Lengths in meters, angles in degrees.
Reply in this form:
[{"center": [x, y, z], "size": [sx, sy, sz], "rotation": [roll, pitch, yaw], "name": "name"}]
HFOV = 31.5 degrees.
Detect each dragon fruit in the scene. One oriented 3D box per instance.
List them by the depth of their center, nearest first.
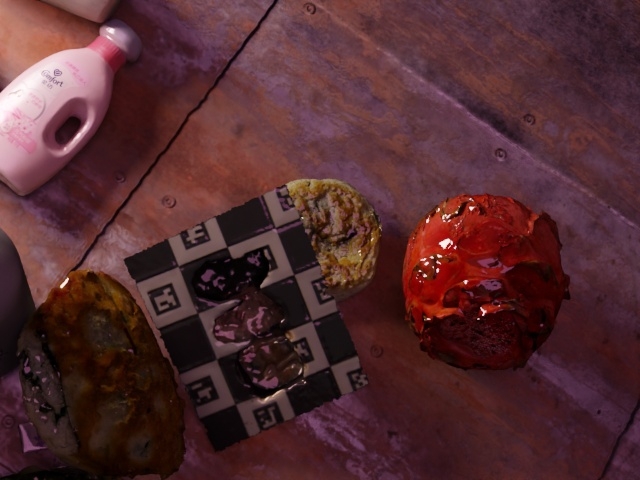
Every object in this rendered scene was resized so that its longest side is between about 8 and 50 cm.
[{"center": [0.279, 0.068, 1.947], "size": [0.295, 0.295, 0.302], "rotation": [14, 74, -13], "name": "dragon fruit"}]

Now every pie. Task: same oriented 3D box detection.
[{"center": [-0.333, 0.218, 1.768], "size": [0.288, 0.102, 0.355], "rotation": [-14, 83, -62], "name": "pie"}, {"center": [0.000, 0.000, 1.999], "size": [0.240, 0.054, 0.241], "rotation": [3, 79, -16], "name": "pie"}]

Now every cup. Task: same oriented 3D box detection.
[{"center": [-0.538, 0.086, 1.689], "size": [0.205, 0.312, 0.206], "rotation": [3, 71, -9], "name": "cup"}]

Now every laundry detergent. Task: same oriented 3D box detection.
[{"center": [-0.432, -0.235, 1.901], "size": [0.159, 0.088, 0.335], "rotation": [43, 72, -6], "name": "laundry detergent"}]

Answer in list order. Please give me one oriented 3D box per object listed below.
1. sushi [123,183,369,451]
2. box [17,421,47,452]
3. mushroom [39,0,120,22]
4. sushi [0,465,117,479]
[{"center": [-0.121, 0.126, 1.927], "size": [0.296, 0.100, 0.373], "rotation": [-24, 101, -2], "name": "sushi"}, {"center": [-0.428, 0.309, 1.837], "size": [0.117, 0.036, 0.051], "rotation": [-12, 85, -17], "name": "box"}, {"center": [-0.511, -0.493, 1.894], "size": [0.396, 0.177, 0.126], "rotation": [22, 115, -13], "name": "mushroom"}, {"center": [-0.414, 0.495, 1.737], "size": [0.351, 0.178, 0.294], "rotation": [7, 77, -16], "name": "sushi"}]
